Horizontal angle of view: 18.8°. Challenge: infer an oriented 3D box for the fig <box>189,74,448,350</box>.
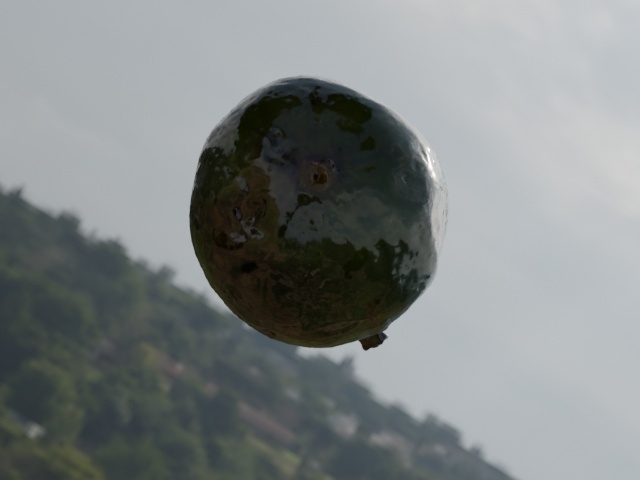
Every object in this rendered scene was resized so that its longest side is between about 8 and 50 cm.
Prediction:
[{"bbox_3d":[0.000,0.000,1.429,0.195,0.195,0.245,29,-27,23],"label":"fig"}]
